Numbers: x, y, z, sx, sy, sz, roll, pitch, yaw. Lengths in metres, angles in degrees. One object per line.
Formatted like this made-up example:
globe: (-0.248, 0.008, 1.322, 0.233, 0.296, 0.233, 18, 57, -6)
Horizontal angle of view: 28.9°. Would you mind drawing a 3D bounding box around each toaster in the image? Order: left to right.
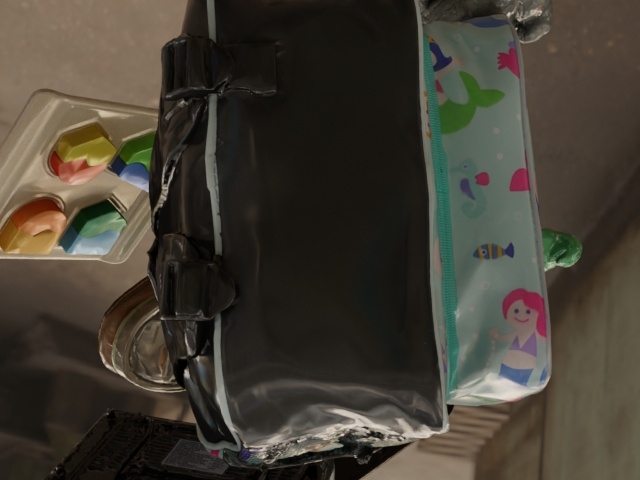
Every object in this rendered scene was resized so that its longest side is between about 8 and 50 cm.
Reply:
toaster: (-0.078, 0.188, 0.732, 0.186, 0.168, 0.110, 6, 116, 17)

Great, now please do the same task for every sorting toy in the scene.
sorting toy: (-0.221, -0.049, 1.174, 0.208, 0.038, 0.193, 7, 128, -50)

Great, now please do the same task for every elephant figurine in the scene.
elephant figurine: (0.178, -0.283, 1.586, 0.169, 0.239, 0.186, 24, 139, 49)

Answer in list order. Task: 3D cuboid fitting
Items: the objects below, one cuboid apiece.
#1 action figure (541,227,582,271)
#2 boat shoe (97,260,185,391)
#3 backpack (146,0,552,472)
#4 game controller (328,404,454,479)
action figure: (0.124, -0.015, 1.110, 0.232, 0.063, 0.137, 18, 144, 31)
boat shoe: (-0.118, 0.056, 1.169, 0.104, 0.110, 0.307, 24, -159, 25)
backpack: (0.000, 0.000, 0.618, 0.191, 0.225, 0.253, 0, 167, -14)
game controller: (0.021, 0.160, 1.290, 0.067, 0.166, 0.319, -21, -178, 42)
